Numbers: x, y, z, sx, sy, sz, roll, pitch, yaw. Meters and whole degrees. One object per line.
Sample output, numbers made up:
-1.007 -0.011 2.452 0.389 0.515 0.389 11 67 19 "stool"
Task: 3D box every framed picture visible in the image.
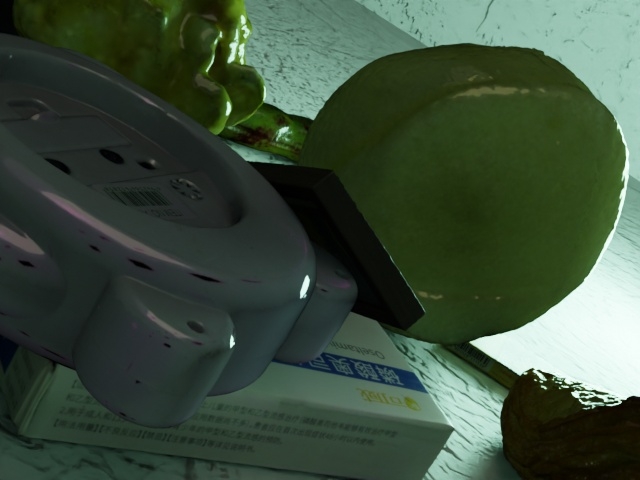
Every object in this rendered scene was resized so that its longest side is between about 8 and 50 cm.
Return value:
0.000 0.000 0.878 0.128 0.023 0.168 56 -17 -19 "framed picture"

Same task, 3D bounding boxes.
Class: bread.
0.129 -0.052 1.151 0.320 0.321 0.237 15 17 -34 "bread"

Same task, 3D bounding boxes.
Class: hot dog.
0.251 0.185 1.019 0.175 0.114 0.259 19 -5 -11 "hot dog"

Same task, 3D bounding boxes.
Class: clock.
-0.150 -0.018 0.774 0.322 0.113 0.295 37 21 17 "clock"

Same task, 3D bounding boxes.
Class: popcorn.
-0.178 -0.208 1.228 0.242 0.235 0.250 51 36 -16 "popcorn"

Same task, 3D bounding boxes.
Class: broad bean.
-0.040 -0.131 1.465 0.339 0.061 0.077 17 12 -32 "broad bean"

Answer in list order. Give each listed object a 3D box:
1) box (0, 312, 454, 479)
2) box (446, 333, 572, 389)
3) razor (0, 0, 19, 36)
-0.080 0.081 0.888 0.343 0.065 0.200 15 25 -34 "box"
0.204 0.132 1.225 0.155 0.023 0.087 33 17 9 "box"
-0.312 -0.293 1.406 0.349 0.113 0.204 21 23 -26 "razor"
